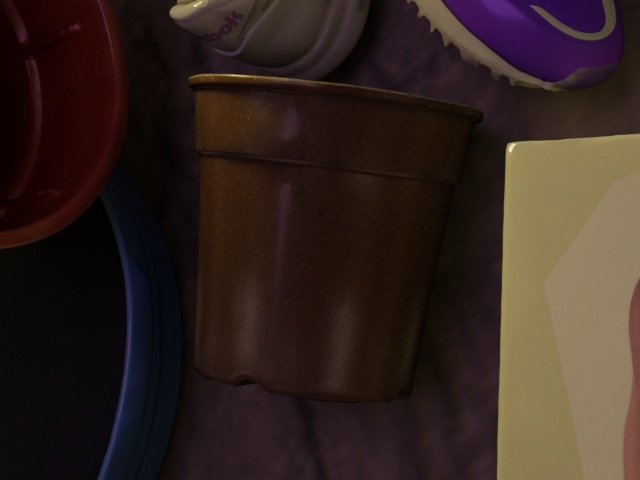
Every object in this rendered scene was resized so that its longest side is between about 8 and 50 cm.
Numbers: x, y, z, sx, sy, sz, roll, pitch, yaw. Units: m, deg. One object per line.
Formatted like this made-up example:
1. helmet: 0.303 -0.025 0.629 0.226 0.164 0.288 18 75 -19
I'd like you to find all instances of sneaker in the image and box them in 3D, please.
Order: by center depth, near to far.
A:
1. sneaker: 0.093 -0.225 0.726 0.293 0.102 0.146 65 147 15
2. sneaker: -0.041 -0.255 0.821 0.114 0.152 0.305 -11 79 40

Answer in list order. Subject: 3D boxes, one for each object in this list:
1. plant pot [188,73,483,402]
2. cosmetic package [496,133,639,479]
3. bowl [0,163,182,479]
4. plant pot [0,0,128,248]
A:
1. plant pot: 0.000 0.000 0.760 0.167 0.167 0.165 7 91 33
2. cosmetic package: 0.165 0.108 0.634 0.129 0.153 0.296 -3 80 29
3. bowl: -0.260 0.086 0.944 0.391 0.077 0.391 -7 76 31
4. plant pot: -0.307 -0.091 0.824 0.265 0.272 0.272 -19 70 35
